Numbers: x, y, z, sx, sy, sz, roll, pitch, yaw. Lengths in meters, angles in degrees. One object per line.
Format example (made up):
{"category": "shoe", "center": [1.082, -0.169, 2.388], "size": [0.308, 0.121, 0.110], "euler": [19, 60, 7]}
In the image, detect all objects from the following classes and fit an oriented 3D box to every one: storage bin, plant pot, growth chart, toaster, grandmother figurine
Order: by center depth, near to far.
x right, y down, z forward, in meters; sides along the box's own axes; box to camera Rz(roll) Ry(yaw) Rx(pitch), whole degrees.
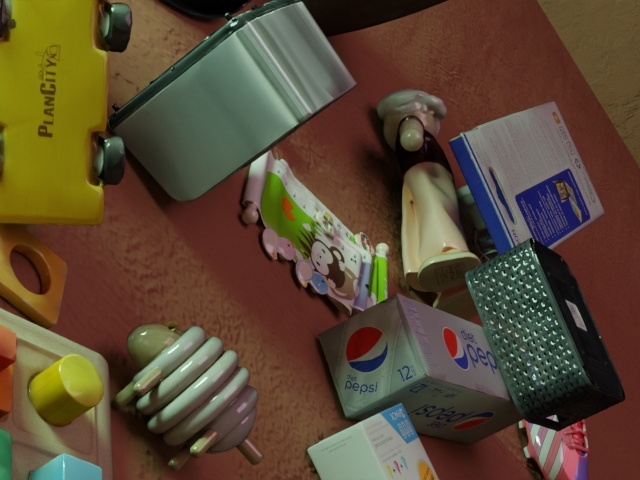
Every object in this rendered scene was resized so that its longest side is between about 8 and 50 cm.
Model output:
{"category": "toaster", "center": [-0.067, -0.131, 1.094], "size": [0.110, 0.186, 0.168], "euler": [53, 23, -5]}
{"category": "growth chart", "center": [0.000, 0.000, 1.286], "size": [0.237, 0.021, 0.172], "euler": [42, 28, -32]}
{"category": "storage bin", "center": [0.240, 0.101, 1.333], "size": [0.122, 0.084, 0.180], "euler": [24, 42, -55]}
{"category": "grandmother figurine", "center": [0.131, -0.071, 1.554], "size": [0.208, 0.104, 0.342], "euler": [77, 2, -46]}
{"category": "plant pot", "center": [0.062, -0.359, 1.565], "size": [0.215, 0.230, 0.215], "euler": [46, 27, -32]}

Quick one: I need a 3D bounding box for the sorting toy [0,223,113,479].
{"category": "sorting toy", "center": [-0.182, 0.110, 0.749], "size": [0.196, 0.047, 0.347], "euler": [37, 32, -43]}

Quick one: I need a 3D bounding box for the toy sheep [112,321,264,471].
{"category": "toy sheep", "center": [-0.089, 0.112, 0.892], "size": [0.132, 0.091, 0.091], "euler": [52, 24, -7]}

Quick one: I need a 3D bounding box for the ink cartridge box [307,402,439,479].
{"category": "ink cartridge box", "center": [0.070, 0.243, 1.092], "size": [0.181, 0.061, 0.104], "euler": [64, 23, 8]}

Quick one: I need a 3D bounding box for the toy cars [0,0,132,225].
{"category": "toy cars", "center": [-0.255, -0.184, 0.847], "size": [0.393, 0.176, 0.087], "euler": [53, -16, -13]}

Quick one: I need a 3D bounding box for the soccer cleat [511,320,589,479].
{"category": "soccer cleat", "center": [0.297, 0.211, 1.554], "size": [0.083, 0.095, 0.248], "euler": [35, 33, -45]}

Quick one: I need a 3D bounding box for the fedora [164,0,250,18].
{"category": "fedora", "center": [-0.089, -0.391, 1.259], "size": [0.334, 0.152, 0.334], "euler": [0, 90, -60]}

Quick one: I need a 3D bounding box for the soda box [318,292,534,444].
{"category": "soda box", "center": [0.119, 0.137, 1.269], "size": [0.286, 0.098, 0.091], "euler": [22, 43, -55]}

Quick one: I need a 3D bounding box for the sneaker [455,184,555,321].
{"category": "sneaker", "center": [0.267, 0.037, 1.683], "size": [0.281, 0.105, 0.115], "euler": [49, 25, -26]}

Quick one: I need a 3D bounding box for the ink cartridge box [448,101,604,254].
{"category": "ink cartridge box", "center": [0.259, -0.071, 1.592], "size": [0.371, 0.069, 0.176], "euler": [-23, 89, -63]}
